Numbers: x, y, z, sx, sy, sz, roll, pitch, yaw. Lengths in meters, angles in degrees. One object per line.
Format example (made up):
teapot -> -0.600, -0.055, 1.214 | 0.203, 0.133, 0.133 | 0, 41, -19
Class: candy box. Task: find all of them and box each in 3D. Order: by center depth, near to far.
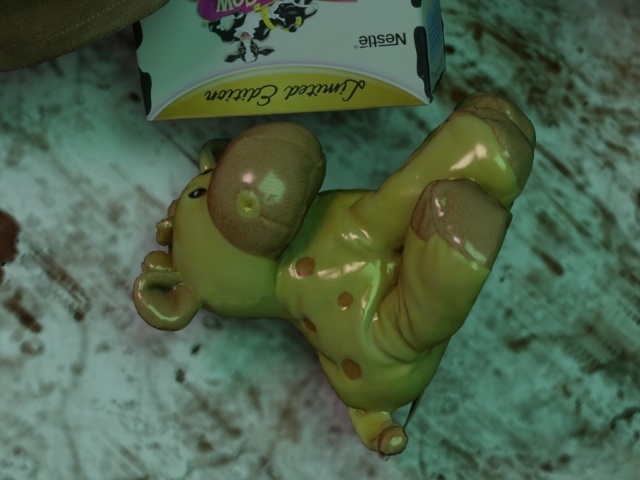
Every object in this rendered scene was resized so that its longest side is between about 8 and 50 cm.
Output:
candy box -> -0.026, -0.185, 1.002 | 0.159, 0.071, 0.233 | -3, 111, 13

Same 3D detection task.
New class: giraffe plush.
giraffe plush -> 0.000, 0.000, 1.030 | 0.170, 0.181, 0.210 | 24, 108, 2

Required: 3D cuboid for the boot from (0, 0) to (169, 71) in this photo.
boot -> -0.210, -0.120, 0.974 | 0.305, 0.112, 0.115 | -20, 116, 14
